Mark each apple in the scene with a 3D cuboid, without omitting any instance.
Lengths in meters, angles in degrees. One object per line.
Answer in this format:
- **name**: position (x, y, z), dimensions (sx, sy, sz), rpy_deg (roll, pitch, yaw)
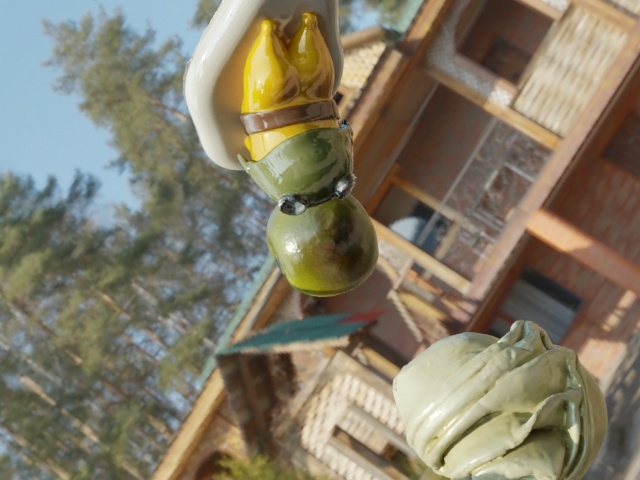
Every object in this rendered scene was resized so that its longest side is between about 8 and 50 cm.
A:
- **apple**: position (0.000, 0.000, 1.604), dimensions (0.157, 0.196, 0.196), rpy_deg (-27, -20, -10)

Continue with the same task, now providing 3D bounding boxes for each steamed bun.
- **steamed bun**: position (0.269, 0.253, 1.460), dimensions (0.276, 0.289, 0.203), rpy_deg (-44, 2, 0)

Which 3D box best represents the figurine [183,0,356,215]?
- **figurine**: position (-0.027, -0.124, 0.929), dimensions (0.166, 0.141, 0.250), rpy_deg (-15, -38, -20)
